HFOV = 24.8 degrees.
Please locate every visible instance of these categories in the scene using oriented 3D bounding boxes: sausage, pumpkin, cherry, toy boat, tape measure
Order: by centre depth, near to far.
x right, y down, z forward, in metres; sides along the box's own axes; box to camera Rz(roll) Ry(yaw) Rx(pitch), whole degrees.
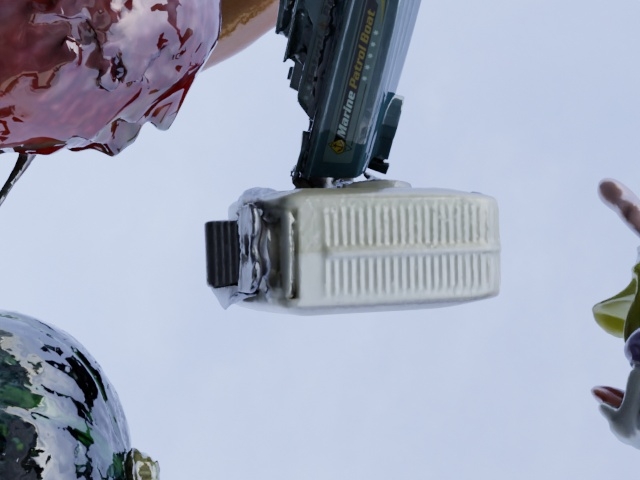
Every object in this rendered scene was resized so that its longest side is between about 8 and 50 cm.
[{"bbox_3d":[-0.161,-0.157,0.776,0.175,0.249,0.192,-18,-162,44],"label":"cherry"},{"bbox_3d":[-0.233,0.202,1.062,0.239,0.315,0.315,-6,-120,1],"label":"pumpkin"},{"bbox_3d":[0.025,-0.199,1.248,0.114,0.122,0.296,-80,-179,-68],"label":"toy boat"},{"bbox_3d":[0.000,0.000,1.298,0.231,0.271,0.133,-1,-87,58],"label":"tape measure"},{"bbox_3d":[-0.120,-0.296,1.922,0.238,0.098,0.098,-29,-128,28],"label":"sausage"}]

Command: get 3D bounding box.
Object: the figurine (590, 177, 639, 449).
[{"bbox_3d":[0.340,0.106,1.309,0.193,0.154,0.421,-54,-153,19],"label":"figurine"}]
